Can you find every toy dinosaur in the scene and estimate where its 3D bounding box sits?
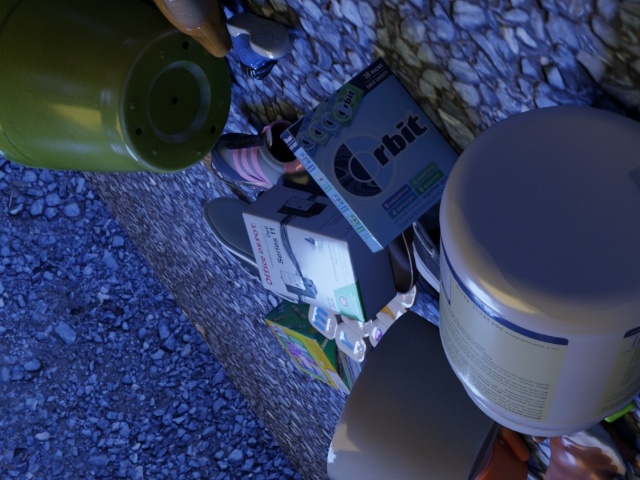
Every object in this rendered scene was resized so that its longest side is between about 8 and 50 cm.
[{"bbox_3d":[-0.229,-0.172,2.024,0.112,0.064,0.211,45,163,13],"label":"toy dinosaur"}]

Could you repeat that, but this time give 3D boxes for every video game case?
[{"bbox_3d":[0.057,0.202,2.007,0.193,0.023,0.212,98,157,-68],"label":"video game case"}]

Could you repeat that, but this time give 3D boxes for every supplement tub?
[{"bbox_3d":[0.237,0.047,1.025,0.235,0.235,0.325,42,161,26],"label":"supplement tub"}]

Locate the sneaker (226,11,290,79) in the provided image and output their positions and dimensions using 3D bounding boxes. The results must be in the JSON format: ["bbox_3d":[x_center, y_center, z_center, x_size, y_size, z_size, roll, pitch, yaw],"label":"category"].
[{"bbox_3d":[-0.079,-0.264,1.451,0.152,0.058,0.084,37,153,49],"label":"sneaker"}]

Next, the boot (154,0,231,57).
[{"bbox_3d":[-0.230,-0.409,1.479,0.295,0.104,0.211,62,-177,14],"label":"boot"}]

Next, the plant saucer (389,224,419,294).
[{"bbox_3d":[0.100,-0.018,1.501,0.198,0.036,0.198,59,162,31],"label":"plant saucer"}]

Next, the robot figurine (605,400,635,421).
[{"bbox_3d":[0.355,0.187,1.307,0.101,0.067,0.115,52,163,-3],"label":"robot figurine"}]

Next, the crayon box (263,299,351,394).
[{"bbox_3d":[-0.003,0.231,2.273,0.165,0.081,0.278,57,162,-21],"label":"crayon box"}]

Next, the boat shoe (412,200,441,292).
[{"bbox_3d":[0.212,0.041,1.292,0.306,0.113,0.105,54,166,50],"label":"boat shoe"}]

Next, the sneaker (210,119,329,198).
[{"bbox_3d":[-0.077,-0.148,1.659,0.319,0.112,0.131,26,135,45],"label":"sneaker"}]

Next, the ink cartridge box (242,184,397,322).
[{"bbox_3d":[-0.002,0.017,1.517,0.208,0.087,0.153,16,133,39],"label":"ink cartridge box"}]

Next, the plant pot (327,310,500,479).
[{"bbox_3d":[0.162,0.275,1.545,0.191,0.284,0.284,25,155,19],"label":"plant pot"}]

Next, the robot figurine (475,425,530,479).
[{"bbox_3d":[0.276,0.390,1.788,0.158,0.128,0.219,-10,140,47],"label":"robot figurine"}]

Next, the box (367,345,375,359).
[{"bbox_3d":[0.108,0.250,2.081,0.059,0.054,0.169,46,162,16],"label":"box"}]

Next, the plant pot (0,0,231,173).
[{"bbox_3d":[-0.350,-0.261,1.728,0.353,0.366,0.366,20,148,38],"label":"plant pot"}]

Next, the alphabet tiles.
[{"bbox_3d":[0.050,0.061,1.688,0.278,0.021,0.284,37,133,33],"label":"alphabet tiles"}]

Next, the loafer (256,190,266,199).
[{"bbox_3d":[0.000,0.000,1.811,0.084,0.096,0.267,-36,98,34],"label":"loafer"}]

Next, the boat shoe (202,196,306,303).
[{"bbox_3d":[-0.125,0.024,2.090,0.302,0.114,0.091,42,156,26],"label":"boat shoe"}]

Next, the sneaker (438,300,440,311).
[{"bbox_3d":[0.230,0.144,1.555,0.134,0.051,0.070,38,155,21],"label":"sneaker"}]

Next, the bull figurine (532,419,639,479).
[{"bbox_3d":[0.390,0.326,1.455,0.188,0.101,0.310,38,159,30],"label":"bull figurine"}]

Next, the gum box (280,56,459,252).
[{"bbox_3d":[0.069,-0.105,1.254,0.184,0.157,0.041,51,162,-3],"label":"gum box"}]
